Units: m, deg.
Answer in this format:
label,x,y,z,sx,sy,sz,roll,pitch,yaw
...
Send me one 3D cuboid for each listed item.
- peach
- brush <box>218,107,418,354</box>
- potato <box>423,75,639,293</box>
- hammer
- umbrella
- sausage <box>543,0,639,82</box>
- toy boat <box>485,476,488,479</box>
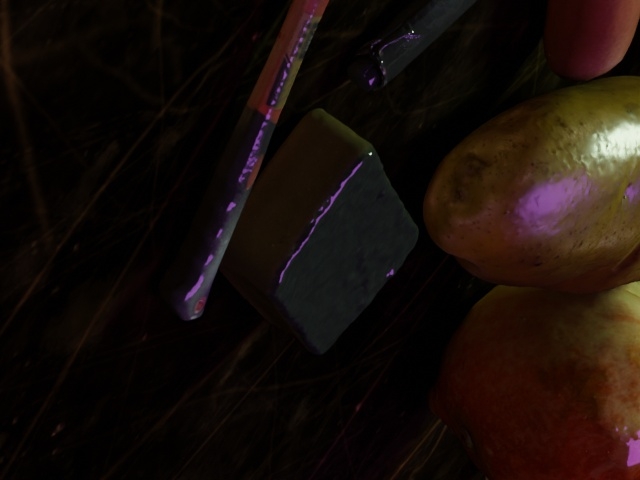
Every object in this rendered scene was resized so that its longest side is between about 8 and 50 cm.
label,x,y,z,sx,sy,sz,roll,pitch,yaw
peach,0.212,0.137,1.812,0.256,0.232,0.232,-17,177,28
brush,0.000,0.000,1.351,0.123,0.059,0.197,-52,159,-6
potato,0.207,-0.045,1.630,0.369,0.195,0.176,-2,84,-58
hammer,-0.037,-0.074,1.197,0.111,0.033,0.288,-18,138,-58
umbrella,0.067,-0.147,1.322,0.133,0.031,0.036,-45,131,-25
sausage,0.210,-0.192,1.512,0.077,0.077,0.194,-45,158,-26
toy boat,0.230,0.195,2.163,0.066,0.065,0.172,8,114,-46
